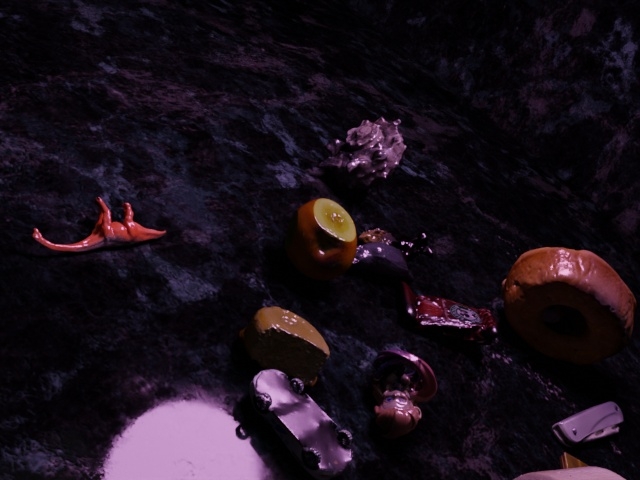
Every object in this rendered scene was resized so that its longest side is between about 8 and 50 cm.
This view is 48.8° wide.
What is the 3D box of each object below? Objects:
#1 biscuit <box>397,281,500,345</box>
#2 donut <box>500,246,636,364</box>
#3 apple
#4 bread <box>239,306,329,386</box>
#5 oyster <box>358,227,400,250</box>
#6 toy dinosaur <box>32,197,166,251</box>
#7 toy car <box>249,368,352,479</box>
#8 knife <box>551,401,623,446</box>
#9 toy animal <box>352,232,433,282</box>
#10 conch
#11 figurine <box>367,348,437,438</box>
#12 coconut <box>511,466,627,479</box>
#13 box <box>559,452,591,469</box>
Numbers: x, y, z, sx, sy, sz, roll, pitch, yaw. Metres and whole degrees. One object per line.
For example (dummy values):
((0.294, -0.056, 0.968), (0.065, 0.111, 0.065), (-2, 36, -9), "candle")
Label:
((0.286, 0.168, 1.589), (0.235, 0.063, 0.151), (13, 27, -2), "biscuit")
((0.596, 0.156, 1.705), (0.317, 0.299, 0.150), (12, 41, 13), "donut")
((0.006, 0.003, 1.468), (0.146, 0.163, 0.147), (18, 16, -10), "apple")
((-0.062, 0.176, 1.226), (0.156, 0.086, 0.125), (28, 19, -17), "bread")
((0.153, 0.003, 1.733), (0.148, 0.051, 0.103), (-3, 44, -47), "oyster")
((-0.378, -0.023, 1.244), (0.279, 0.055, 0.101), (4, 63, -45), "toy dinosaur")
((-0.034, 0.287, 1.110), (0.205, 0.056, 0.095), (42, 30, 24), "toy car")
((0.600, 0.409, 1.563), (0.265, 0.040, 0.073), (1, 53, -44), "knife")
((0.147, 0.054, 1.639), (0.210, 0.117, 0.121), (-14, 9, -22), "toy animal")
((0.126, -0.243, 1.900), (0.186, 0.240, 0.313), (46, 16, -4), "conch")
((0.145, 0.282, 1.262), (0.126, 0.114, 0.157), (3, 61, 8), "figurine")
((0.394, 0.468, 1.073), (0.266, 0.237, 0.237), (5, 39, -32), "coconut")
((0.517, 0.487, 1.380), (0.090, 0.023, 0.133), (31, 29, -7), "box")
